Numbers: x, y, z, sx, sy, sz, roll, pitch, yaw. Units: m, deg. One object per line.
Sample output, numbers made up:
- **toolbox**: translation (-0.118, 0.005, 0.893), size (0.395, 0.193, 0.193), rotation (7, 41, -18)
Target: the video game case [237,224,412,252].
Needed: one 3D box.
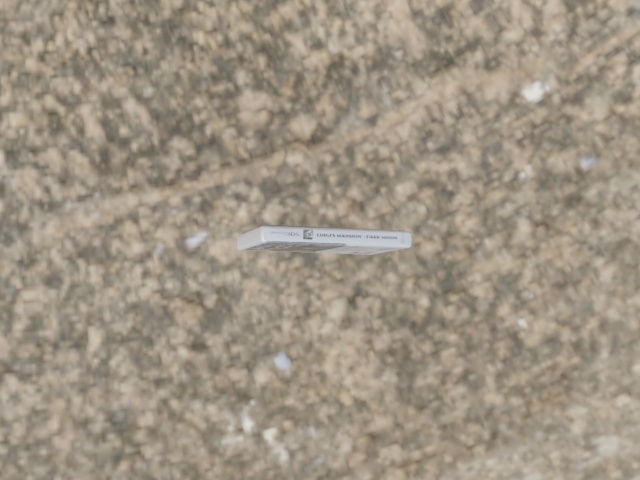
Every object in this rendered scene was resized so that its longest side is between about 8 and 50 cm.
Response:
- **video game case**: translation (0.000, 0.000, 1.519), size (0.173, 0.190, 0.022), rotation (2, 87, -12)
